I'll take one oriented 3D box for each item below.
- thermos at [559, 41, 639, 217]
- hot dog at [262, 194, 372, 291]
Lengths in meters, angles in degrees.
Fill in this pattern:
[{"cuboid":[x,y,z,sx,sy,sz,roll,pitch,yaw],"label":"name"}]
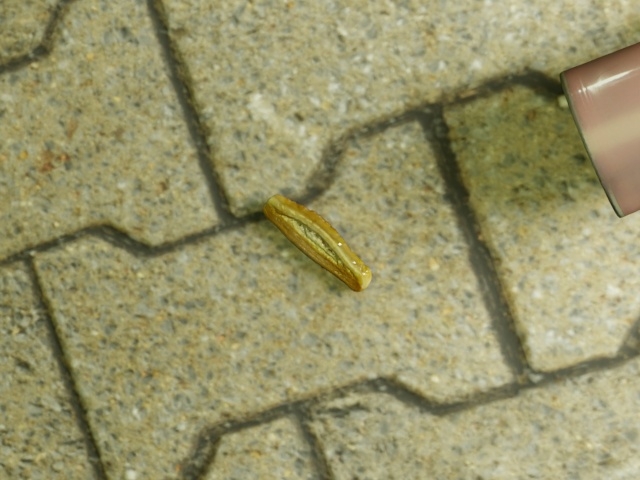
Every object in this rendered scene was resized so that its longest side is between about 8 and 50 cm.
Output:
[{"cuboid":[0.361,-0.147,1.400,0.265,0.146,0.176,-24,63,13],"label":"thermos"},{"cuboid":[0.000,0.000,1.597,0.137,0.028,0.044,40,134,13],"label":"hot dog"}]
